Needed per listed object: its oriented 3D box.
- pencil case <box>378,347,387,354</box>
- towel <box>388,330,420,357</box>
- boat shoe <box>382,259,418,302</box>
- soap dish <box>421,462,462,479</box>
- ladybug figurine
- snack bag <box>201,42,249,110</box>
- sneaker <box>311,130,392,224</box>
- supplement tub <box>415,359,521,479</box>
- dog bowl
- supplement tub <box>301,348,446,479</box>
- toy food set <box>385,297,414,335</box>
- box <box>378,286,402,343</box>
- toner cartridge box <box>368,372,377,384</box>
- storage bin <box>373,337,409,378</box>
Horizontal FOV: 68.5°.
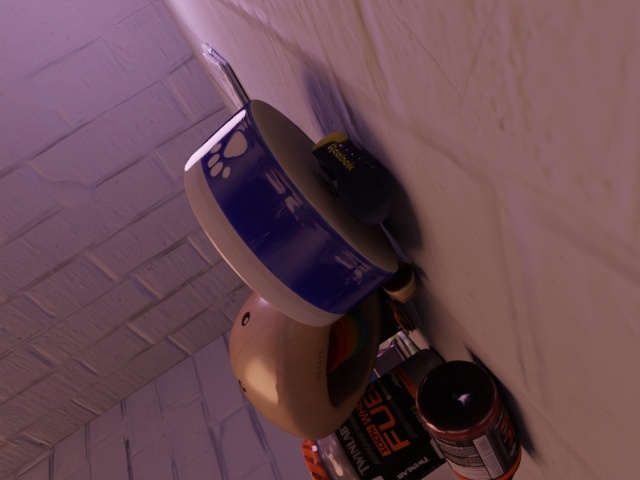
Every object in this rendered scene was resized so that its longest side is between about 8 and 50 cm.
[{"bbox_3d":[0.258,0.461,1.666,0.124,0.124,0.284,57,177,1],"label":"pencil case"},{"bbox_3d":[0.246,0.325,1.295,0.248,0.038,0.325,59,176,-20],"label":"towel"},{"bbox_3d":[0.112,0.060,0.647,0.045,0.050,0.135,54,-173,-6],"label":"boat shoe"},{"bbox_3d":[0.276,0.505,1.076,0.291,0.228,0.118,57,-167,9],"label":"soap dish"},{"bbox_3d":[-0.011,0.162,0.812,0.449,0.161,0.306,11,-98,-68],"label":"ladybug figurine"},{"bbox_3d":[-0.260,-0.440,1.447,0.323,0.037,0.343,59,176,-40],"label":"snack bag"},{"bbox_3d":[0.040,-0.061,0.505,0.059,0.053,0.144,57,-175,-45],"label":"sneaker"},{"bbox_3d":[0.204,0.255,0.627,0.198,0.106,0.106,59,176,-34],"label":"supplement tub"},{"bbox_3d":[-0.027,-0.035,0.564,0.265,0.104,0.265,45,-163,-18],"label":"dog bowl"},{"bbox_3d":[0.134,0.369,0.903,0.194,0.315,0.193,56,176,6],"label":"supplement tub"},{"bbox_3d":[0.169,0.160,0.983,0.083,0.020,0.083,55,176,35],"label":"toy food set"},{"bbox_3d":[0.050,0.133,1.053,0.261,0.184,0.103,59,179,-26],"label":"box"},{"bbox_3d":[0.095,0.352,1.634,0.075,0.165,0.348,-135,34,-74],"label":"toner cartridge box"},{"bbox_3d":[0.181,0.323,1.216,0.098,0.091,0.135,56,175,19],"label":"storage bin"}]
